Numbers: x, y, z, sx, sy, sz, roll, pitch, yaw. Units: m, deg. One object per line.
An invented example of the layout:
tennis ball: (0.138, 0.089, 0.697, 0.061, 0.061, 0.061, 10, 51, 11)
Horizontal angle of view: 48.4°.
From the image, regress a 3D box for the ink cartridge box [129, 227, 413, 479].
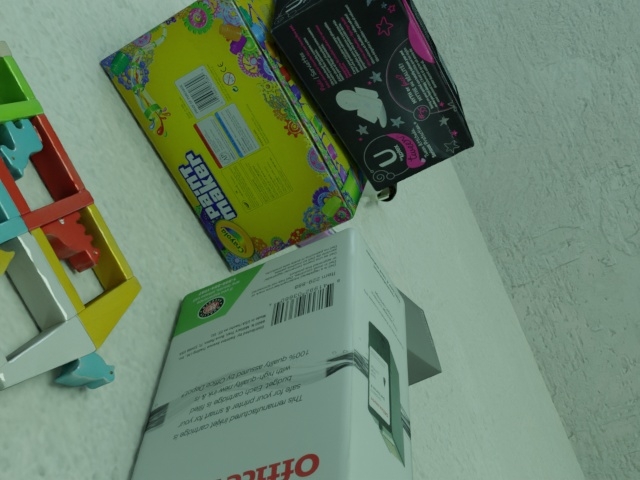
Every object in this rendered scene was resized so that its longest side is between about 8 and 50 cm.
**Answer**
ink cartridge box: (-0.037, 0.151, 0.635, 0.121, 0.211, 0.289, 55, 25, -32)

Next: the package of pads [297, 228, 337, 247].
package of pads: (0.000, 0.000, 1.106, 0.083, 0.050, 0.032, 38, 29, -51)

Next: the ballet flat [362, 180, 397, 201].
ballet flat: (0.104, -0.132, 1.450, 0.280, 0.095, 0.096, 14, 68, -65)

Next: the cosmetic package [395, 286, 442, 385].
cosmetic package: (0.090, 0.140, 1.110, 0.238, 0.107, 0.127, 34, 35, -50)

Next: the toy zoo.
toy zoo: (-0.243, -0.012, 0.554, 0.293, 0.030, 0.192, 63, 21, -10)

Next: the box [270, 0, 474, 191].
box: (0.063, -0.216, 0.863, 0.247, 0.142, 0.163, 54, 22, -33)

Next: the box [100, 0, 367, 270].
box: (-0.076, -0.167, 0.917, 0.290, 0.177, 0.279, 60, 22, -16)
